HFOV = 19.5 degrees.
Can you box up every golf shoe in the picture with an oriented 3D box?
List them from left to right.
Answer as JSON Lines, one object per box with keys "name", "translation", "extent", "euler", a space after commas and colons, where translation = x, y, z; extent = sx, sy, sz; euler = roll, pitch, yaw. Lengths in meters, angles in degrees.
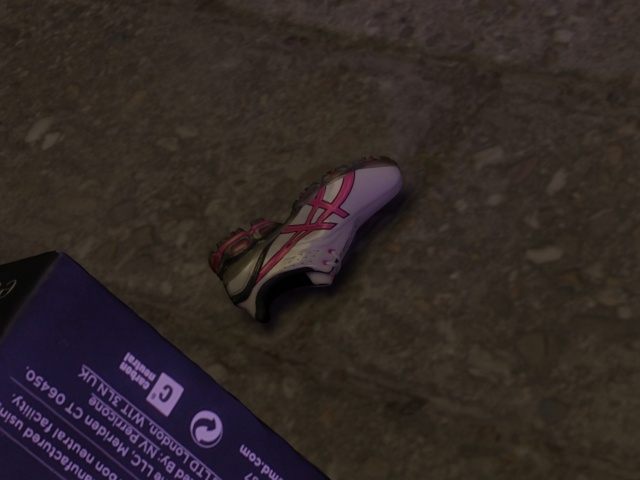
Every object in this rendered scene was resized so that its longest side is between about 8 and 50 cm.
{"name": "golf shoe", "translation": [0.000, 0.000, 1.613], "extent": [0.186, 0.067, 0.086], "euler": [-34, 69, -3]}

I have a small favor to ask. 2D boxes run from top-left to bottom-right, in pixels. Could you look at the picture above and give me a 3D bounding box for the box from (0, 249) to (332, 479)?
{"name": "box", "translation": [-0.299, 0.296, 1.216], "extent": [0.480, 0.297, 0.472], "euler": [-13, 41, 53]}
